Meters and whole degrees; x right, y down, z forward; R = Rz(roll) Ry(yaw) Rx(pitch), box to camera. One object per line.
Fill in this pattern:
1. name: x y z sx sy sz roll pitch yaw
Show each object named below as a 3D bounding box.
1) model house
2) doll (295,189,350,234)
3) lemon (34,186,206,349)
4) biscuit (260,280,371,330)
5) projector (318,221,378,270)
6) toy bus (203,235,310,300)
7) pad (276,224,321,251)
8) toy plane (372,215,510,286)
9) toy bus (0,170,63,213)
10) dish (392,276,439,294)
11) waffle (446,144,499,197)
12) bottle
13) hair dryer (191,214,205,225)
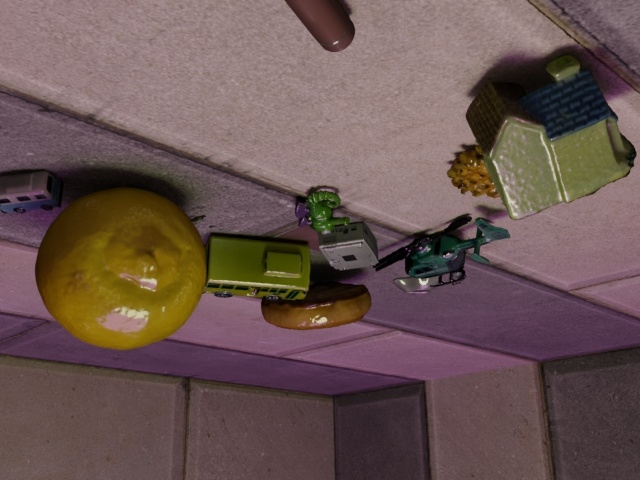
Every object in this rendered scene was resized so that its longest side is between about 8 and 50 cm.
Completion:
1. model house: 0.340 -0.180 1.124 0.214 0.195 0.189 -22 130 15
2. doll: 0.004 -0.058 1.563 0.115 0.050 0.190 1 158 6
3. lemon: -0.392 0.057 1.463 0.348 0.347 0.348 -1 160 0
4. biscuit: -0.010 0.177 1.976 0.296 0.101 0.296 -6 -174 1
5. projector: 0.067 0.018 1.740 0.115 0.061 0.147 -8 155 15
6. toy bus: -0.150 0.069 1.780 0.262 0.128 0.150 5 161 -14
7. pad: 0.000 0.000 1.785 0.188 0.006 0.113 18 154 -38
8. toy plane: 0.298 0.025 1.744 0.155 0.106 0.382 26 154 -29
9. toy bus: -0.566 -0.094 1.416 0.123 0.060 0.075 -6 155 8
10. dish: 0.276 0.131 2.107 0.137 0.039 0.091 -4 160 5
11. waffle: 0.359 -0.130 1.383 0.232 0.051 0.229 -8 162 21
12. bottle: -0.004 -0.289 0.918 0.053 0.053 0.140 -10 158 23
13. hair dryer: -0.322 -0.007 1.713 0.199 0.067 0.167 -22 165 12
